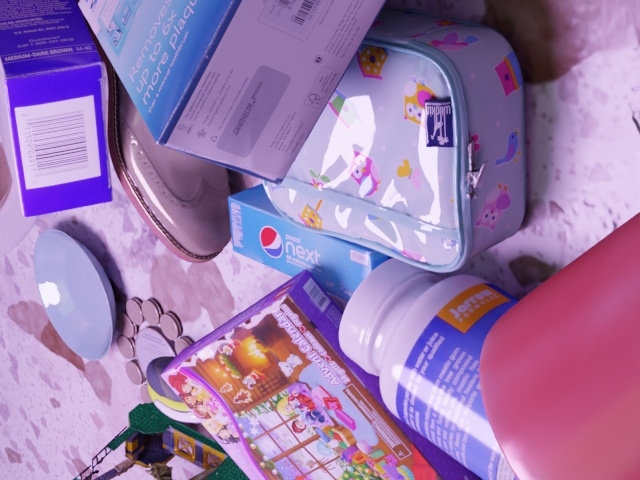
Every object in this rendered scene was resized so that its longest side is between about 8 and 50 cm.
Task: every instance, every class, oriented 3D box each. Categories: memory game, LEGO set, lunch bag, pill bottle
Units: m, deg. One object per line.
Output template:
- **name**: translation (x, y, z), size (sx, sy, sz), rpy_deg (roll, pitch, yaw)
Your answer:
- **memory game**: translation (-0.215, 0.161, 1.634), size (0.186, 0.012, 0.186), rpy_deg (26, 127, 39)
- **LEGO set**: translation (-0.220, 0.382, 1.541), size (0.255, 0.331, 0.192), rpy_deg (16, 125, 16)
- **lunch bag**: translation (0.057, -0.094, 1.113), size (0.279, 0.108, 0.224), rpy_deg (21, 123, 42)
- **pill bottle**: translation (0.150, 0.124, 1.089), size (0.272, 0.152, 0.152), rpy_deg (33, 132, 33)

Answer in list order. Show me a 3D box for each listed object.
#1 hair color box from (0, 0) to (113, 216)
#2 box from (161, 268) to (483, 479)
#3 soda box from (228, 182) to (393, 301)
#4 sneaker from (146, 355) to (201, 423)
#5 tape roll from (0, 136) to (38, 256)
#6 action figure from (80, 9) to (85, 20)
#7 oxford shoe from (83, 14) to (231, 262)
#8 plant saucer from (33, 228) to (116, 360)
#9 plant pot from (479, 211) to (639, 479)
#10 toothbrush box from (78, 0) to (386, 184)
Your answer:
- **hair color box**: translation (-0.323, -0.204, 1.376), size (0.339, 0.110, 0.185), rpy_deg (-120, 25, -43)
- **box**: translation (0.000, 0.195, 1.268), size (0.201, 0.057, 0.293), rpy_deg (-34, 100, 34)
- **soda box**: translation (0.000, 0.000, 1.257), size (0.210, 0.071, 0.067), rpy_deg (22, 125, 40)
- **sneaker**: translation (-0.096, 0.147, 1.433), size (0.300, 0.111, 0.121), rpy_deg (-1, 102, 41)
- **tape roll**: translation (-0.513, -0.099, 1.648), size (0.169, 0.246, 0.246), rpy_deg (19, 123, 42)
- **action figure**: translation (-0.268, -0.245, 1.467), size (0.115, 0.030, 0.038), rpy_deg (35, 128, 29)
- **oxford shoe**: translation (-0.155, -0.142, 1.321), size (0.130, 0.123, 0.348), rpy_deg (-7, 105, 45)
- **plant saucer**: translation (-0.331, 0.071, 1.695), size (0.195, 0.037, 0.195), rpy_deg (25, 126, 41)
- **plant pot**: translation (0.288, 0.074, 0.840), size (0.275, 0.275, 0.243), rpy_deg (50, 127, 18)
- **toothbrush box**: translation (-0.081, -0.221, 1.053), size (0.216, 0.126, 0.295), rpy_deg (-59, 35, 20)
